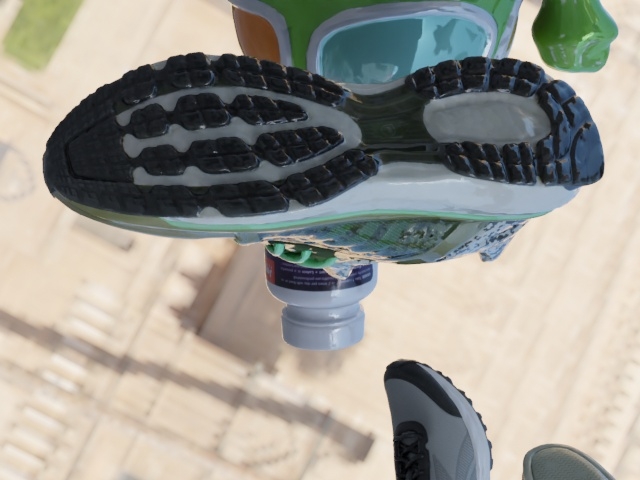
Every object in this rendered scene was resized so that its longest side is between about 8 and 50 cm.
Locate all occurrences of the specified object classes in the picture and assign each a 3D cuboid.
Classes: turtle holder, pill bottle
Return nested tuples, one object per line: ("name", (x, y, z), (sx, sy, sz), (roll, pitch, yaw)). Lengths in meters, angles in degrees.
("turtle holder", (0.073, -0.204, 1.666), (0.243, 0.320, 0.227), (14, -68, 47))
("pill bottle", (0.000, 0.000, 1.801), (0.108, 0.108, 0.193), (-108, -164, -72))

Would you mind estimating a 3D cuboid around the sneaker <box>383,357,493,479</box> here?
("sneaker", (0.115, 0.251, 1.929), (0.100, 0.108, 0.271), (-19, -92, 56))

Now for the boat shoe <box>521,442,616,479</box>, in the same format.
("boat shoe", (0.212, 0.253, 1.449), (0.079, 0.084, 0.233), (103, -32, -42))

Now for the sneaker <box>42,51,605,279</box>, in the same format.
("sneaker", (-0.002, -0.023, 1.405), (0.182, 0.410, 0.158), (108, -24, -47))
